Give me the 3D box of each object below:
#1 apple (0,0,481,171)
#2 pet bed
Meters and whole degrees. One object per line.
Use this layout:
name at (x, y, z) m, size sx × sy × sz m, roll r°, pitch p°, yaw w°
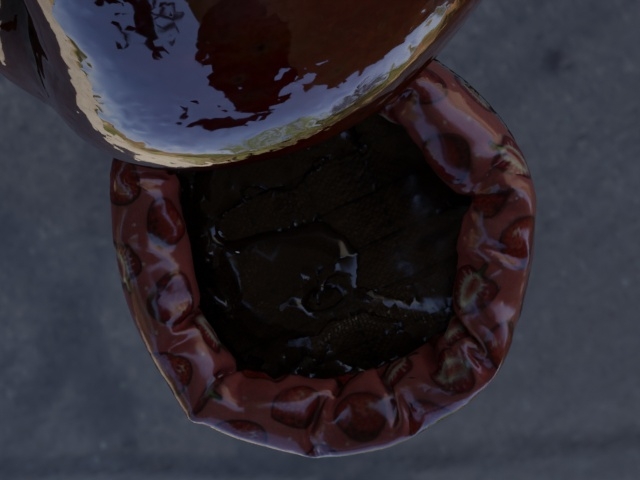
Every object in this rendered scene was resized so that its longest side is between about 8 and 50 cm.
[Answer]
apple at (-0.035, -0.135, 0.561) m, size 0.234 × 0.234 × 0.234 m, roll -15°, pitch 148°, yaw -10°
pet bed at (0.000, 0.000, 0.814) m, size 0.201 × 0.201 × 0.053 m, roll -28°, pitch -176°, yaw 11°
